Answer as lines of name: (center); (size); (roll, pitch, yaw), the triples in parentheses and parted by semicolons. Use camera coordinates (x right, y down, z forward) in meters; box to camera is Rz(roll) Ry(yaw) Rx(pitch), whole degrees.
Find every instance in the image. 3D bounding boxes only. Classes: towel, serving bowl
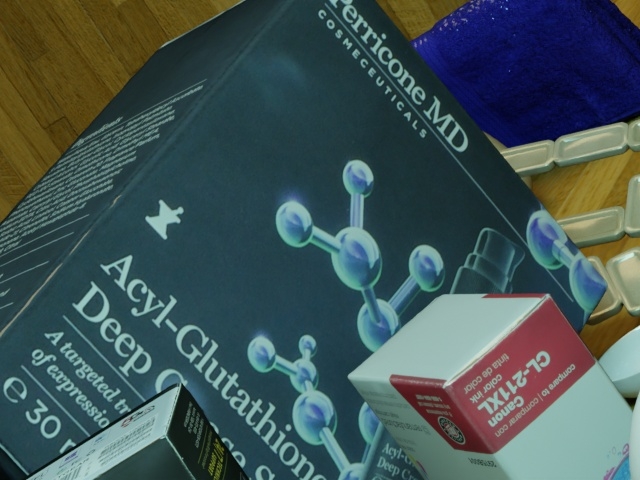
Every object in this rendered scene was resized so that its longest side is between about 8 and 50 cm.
towel: (0.184, -0.149, 1.868); (0.308, 0.227, 0.076); (-29, 45, 30)
serving bowl: (0.218, 0.076, 1.157); (0.083, 0.027, 0.083); (-33, 10, 7)

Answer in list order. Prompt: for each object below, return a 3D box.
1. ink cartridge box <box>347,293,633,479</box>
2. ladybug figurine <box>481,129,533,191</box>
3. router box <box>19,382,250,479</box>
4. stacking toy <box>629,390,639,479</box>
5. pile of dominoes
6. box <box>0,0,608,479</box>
ink cartridge box: (0.110, 0.115, 0.896); (0.072, 0.175, 0.127); (-40, 11, -18)
ladybug figurine: (0.000, 0.000, 1.814); (0.449, 0.162, 0.305); (-28, 12, 30)
router box: (-0.124, 0.248, 0.808); (0.309, 0.243, 0.081); (-32, 10, 7)
stacking toy: (0.317, -0.026, 0.694); (0.480, 0.350, 0.350); (-45, 6, 20)
pile of dominoes: (0.229, -0.008, 1.283); (0.251, 0.040, 0.196); (-12, 42, 25)
box: (-0.056, 0.076, 1.093); (0.212, 0.293, 0.395); (-21, 27, 50)
